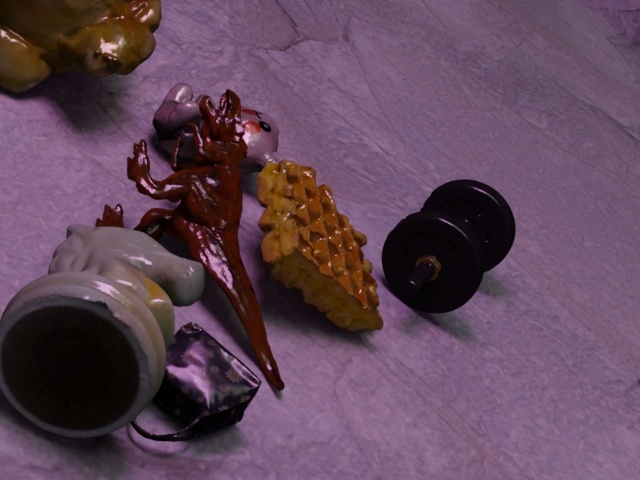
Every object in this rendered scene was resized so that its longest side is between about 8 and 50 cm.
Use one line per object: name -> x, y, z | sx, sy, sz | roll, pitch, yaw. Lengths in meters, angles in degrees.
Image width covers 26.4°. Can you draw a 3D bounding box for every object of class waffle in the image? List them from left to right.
waffle -> 0.001, 0.000, 1.761 | 0.229, 0.057, 0.219 | 40, 27, -41

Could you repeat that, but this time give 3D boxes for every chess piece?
chess piece -> -0.223, 0.066, 1.447 | 0.175, 0.176, 0.298 | 29, 24, -7

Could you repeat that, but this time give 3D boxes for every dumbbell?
dumbbell -> 0.181, 0.005, 1.907 | 0.143, 0.143, 0.325 | 38, 31, 8

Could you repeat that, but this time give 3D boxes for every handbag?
handbag -> -0.151, 0.169, 1.460 | 0.115, 0.072, 0.139 | 41, 45, 13

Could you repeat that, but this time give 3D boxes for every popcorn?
popcorn -> -0.343, -0.367, 1.812 | 0.274, 0.279, 0.335 | -18, 25, -4

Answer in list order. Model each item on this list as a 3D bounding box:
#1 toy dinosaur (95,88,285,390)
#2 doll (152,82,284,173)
toy dinosaur -> -0.160, -0.017, 1.666 | 0.208, 0.097, 0.432 | 13, 56, -27
doll -> -0.135, -0.143, 1.865 | 0.192, 0.095, 0.149 | 17, 14, -24
